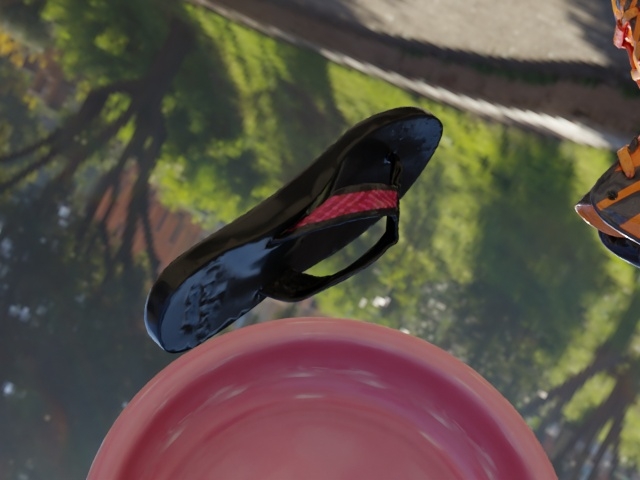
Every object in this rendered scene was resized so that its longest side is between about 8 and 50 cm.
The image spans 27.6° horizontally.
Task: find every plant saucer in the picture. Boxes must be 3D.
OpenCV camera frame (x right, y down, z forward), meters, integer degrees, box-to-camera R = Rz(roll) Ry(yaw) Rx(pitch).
[{"bbox_3d":[0.002,0.216,0.880,0.332,0.332,0.084,28,153,7],"label":"plant saucer"}]

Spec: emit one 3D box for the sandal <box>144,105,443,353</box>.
[{"bbox_3d":[0.000,0.000,0.576,0.040,0.067,0.179,33,-130,27],"label":"sandal"}]

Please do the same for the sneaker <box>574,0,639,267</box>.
[{"bbox_3d":[0.231,-0.099,0.892,0.321,0.180,0.124,58,-173,21],"label":"sneaker"}]
